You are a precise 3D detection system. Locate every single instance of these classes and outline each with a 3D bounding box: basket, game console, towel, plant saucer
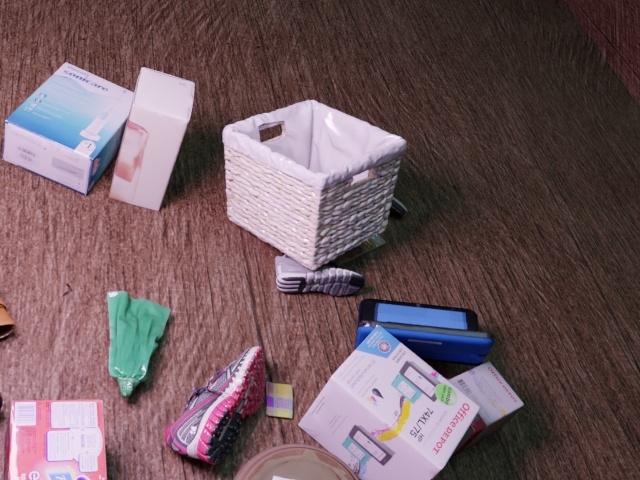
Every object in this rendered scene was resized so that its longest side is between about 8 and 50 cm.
[{"bbox_3d":[-0.025,-0.149,1.860,0.331,0.266,0.328,30,39,30],"label":"basket"},{"bbox_3d":[0.232,0.180,1.736,0.293,0.250,0.173,5,64,3],"label":"game console"},{"bbox_3d":[-0.086,0.335,1.595,0.060,0.009,0.083,12,45,-19],"label":"towel"},{"bbox_3d":[-0.038,0.501,1.391,0.277,0.041,0.278,6,53,-8],"label":"plant saucer"}]

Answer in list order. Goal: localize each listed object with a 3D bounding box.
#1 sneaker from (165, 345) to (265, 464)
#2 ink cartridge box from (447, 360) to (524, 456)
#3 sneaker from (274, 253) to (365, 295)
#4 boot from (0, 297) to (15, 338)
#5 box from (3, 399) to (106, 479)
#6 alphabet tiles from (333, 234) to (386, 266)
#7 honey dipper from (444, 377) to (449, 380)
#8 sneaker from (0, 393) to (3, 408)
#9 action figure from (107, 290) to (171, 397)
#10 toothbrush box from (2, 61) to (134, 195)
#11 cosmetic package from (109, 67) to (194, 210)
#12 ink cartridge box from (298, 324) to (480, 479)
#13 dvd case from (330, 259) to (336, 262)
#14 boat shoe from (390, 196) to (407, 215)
[{"bbox_3d":[-0.194,0.305,1.496,0.112,0.121,0.299,6,28,21],"label":"sneaker"},{"bbox_3d":[0.332,0.375,1.690,0.176,0.127,0.128,-14,56,-37],"label":"ink cartridge box"},{"bbox_3d":[-0.006,0.061,1.856,0.228,0.086,0.132,4,45,-23],"label":"sneaker"},{"bbox_3d":[-0.732,0.128,1.401,0.283,0.109,0.220,-18,63,-48],"label":"boot"},{"bbox_3d":[-0.429,0.421,1.226,0.154,0.142,0.300,4,47,-25],"label":"box"},{"bbox_3d":[0.036,-0.025,2.018,0.237,0.009,0.198,-23,63,-42],"label":"alphabet tiles"},{"bbox_3d":[0.236,0.332,1.760,0.160,0.030,0.030,5,47,-30],"label":"honey dipper"},{"bbox_3d":[-0.675,0.300,1.249,0.124,0.107,0.283,40,43,22],"label":"sneaker"},{"bbox_3d":[-0.377,0.214,1.519,0.137,0.063,0.232,15,40,-18],"label":"action figure"},{"bbox_3d":[-0.594,-0.277,1.842,0.216,0.126,0.295,23,43,-5],"label":"toothbrush box"},{"bbox_3d":[-0.397,-0.231,1.773,0.129,0.296,0.153,15,43,-16],"label":"cosmetic package"},{"bbox_3d":[0.140,0.360,1.550,0.270,0.197,0.198,38,43,10],"label":"ink cartridge box"},{"bbox_3d":[0.000,0.000,1.958,0.087,0.013,0.119,15,42,-14],"label":"dvd case"},{"bbox_3d":[0.148,-0.116,2.147,0.206,0.075,0.065,30,84,-6],"label":"boat shoe"}]
